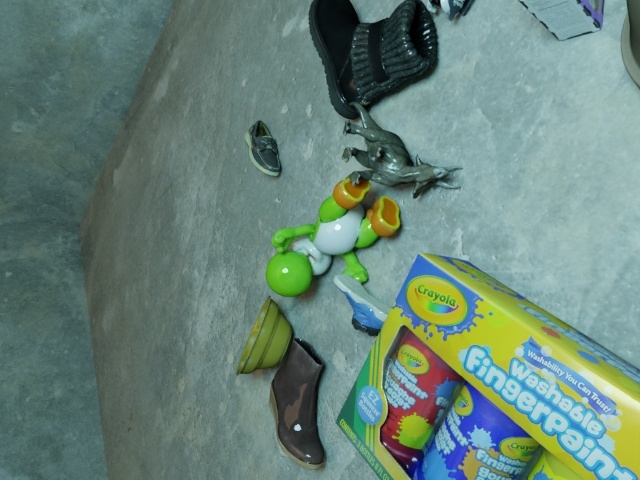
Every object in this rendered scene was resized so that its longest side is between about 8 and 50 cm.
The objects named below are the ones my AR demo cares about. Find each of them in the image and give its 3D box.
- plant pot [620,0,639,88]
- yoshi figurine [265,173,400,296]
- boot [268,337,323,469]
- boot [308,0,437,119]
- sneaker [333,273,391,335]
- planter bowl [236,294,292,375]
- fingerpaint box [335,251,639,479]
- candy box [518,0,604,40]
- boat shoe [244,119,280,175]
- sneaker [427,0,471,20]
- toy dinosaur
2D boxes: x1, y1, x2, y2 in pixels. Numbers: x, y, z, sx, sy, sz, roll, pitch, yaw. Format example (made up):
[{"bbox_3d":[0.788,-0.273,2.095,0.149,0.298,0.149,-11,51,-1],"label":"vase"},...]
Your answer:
[{"bbox_3d":[0.475,-0.297,0.546,0.263,0.229,0.262,-11,75,46],"label":"plant pot"},{"bbox_3d":[-0.002,0.022,1.067,0.362,0.203,0.203,-41,61,41],"label":"yoshi figurine"},{"bbox_3d":[-0.041,0.379,1.115,0.248,0.090,0.206,43,117,48],"label":"boot"},{"bbox_3d":[0.115,-0.475,1.063,0.260,0.131,0.347,-29,73,50],"label":"boot"},{"bbox_3d":[0.077,0.145,1.017,0.152,0.058,0.084,36,118,8],"label":"sneaker"},{"bbox_3d":[-0.132,0.258,1.217,0.217,0.090,0.217,-157,90,-83],"label":"planter bowl"},{"bbox_3d":[0.266,0.284,0.723,0.445,0.163,0.370,40,113,45],"label":"fingerpaint box"},{"bbox_3d":[0.365,-0.430,0.721,0.070,0.196,0.164,3,85,49],"label":"candy box"},{"bbox_3d":[-0.168,-0.279,1.397,0.073,0.080,0.223,-58,41,31],"label":"boat shoe"},{"bbox_3d":[0.290,-0.504,0.902,0.235,0.094,0.152,15,96,49],"label":"sneaker"},{"bbox_3d":[0.132,-0.178,0.989,0.313,0.160,0.121,56,129,45],"label":"toy dinosaur"}]
